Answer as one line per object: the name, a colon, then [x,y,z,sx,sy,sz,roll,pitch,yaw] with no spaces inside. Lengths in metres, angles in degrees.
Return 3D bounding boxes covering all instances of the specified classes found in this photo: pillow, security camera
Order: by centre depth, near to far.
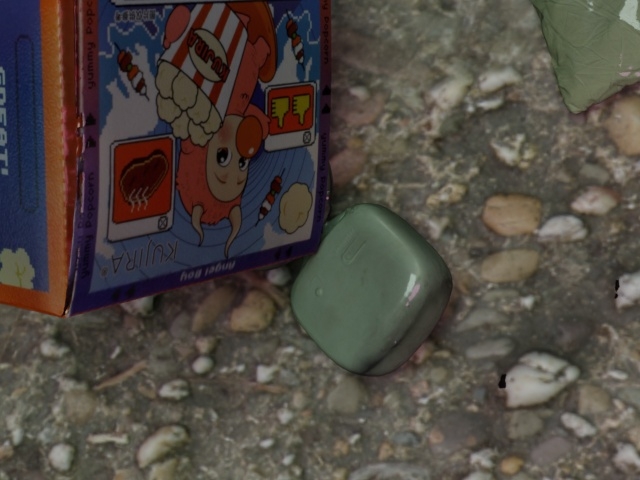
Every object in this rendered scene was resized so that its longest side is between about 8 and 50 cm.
pillow: [0.312,-0.297,1.439,0.281,0.076,0.274,-24,75,30]
security camera: [0.000,0.000,1.506,0.301,0.080,0.157,45,108,28]

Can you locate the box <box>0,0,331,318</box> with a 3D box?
box: [-0.187,-0.125,1.363,0.257,0.348,0.318,11,104,35]
